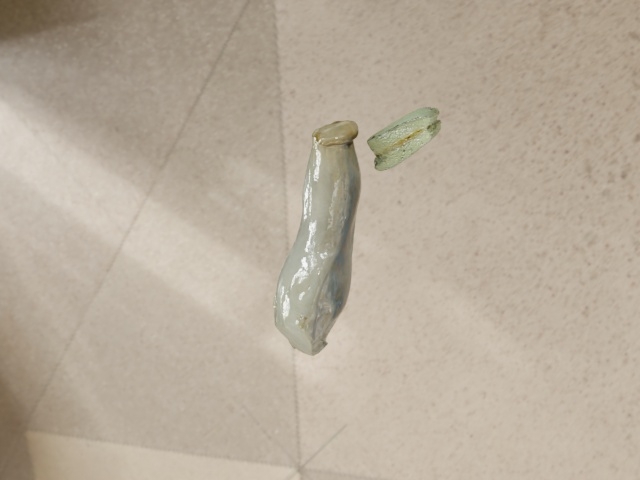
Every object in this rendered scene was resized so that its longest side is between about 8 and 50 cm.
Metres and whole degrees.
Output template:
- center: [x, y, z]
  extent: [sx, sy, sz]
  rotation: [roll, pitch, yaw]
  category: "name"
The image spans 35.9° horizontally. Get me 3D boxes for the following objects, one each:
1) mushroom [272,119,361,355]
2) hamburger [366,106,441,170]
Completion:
- center: [0.002, -0.001, 1.429]
  extent: [0.097, 0.109, 0.352]
  rotation: [17, 100, 40]
  category: "mushroom"
- center: [0.129, -0.155, 1.433]
  extent: [0.121, 0.084, 0.054]
  rotation: [-30, 97, 30]
  category: "hamburger"
